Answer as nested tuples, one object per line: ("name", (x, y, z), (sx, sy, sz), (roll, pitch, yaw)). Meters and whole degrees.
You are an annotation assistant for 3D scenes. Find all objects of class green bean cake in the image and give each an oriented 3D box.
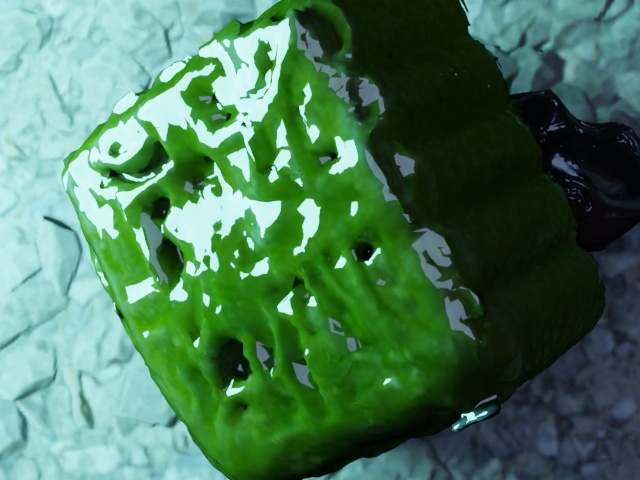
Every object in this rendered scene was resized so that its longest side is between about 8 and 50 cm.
("green bean cake", (0.000, 0.000, 1.060), (0.250, 0.156, 0.247), (-27, 88, 38))

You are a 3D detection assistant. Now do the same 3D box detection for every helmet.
("helmet", (0.143, -0.032, 1.105), (0.123, 0.098, 0.070), (32, 125, 10))
